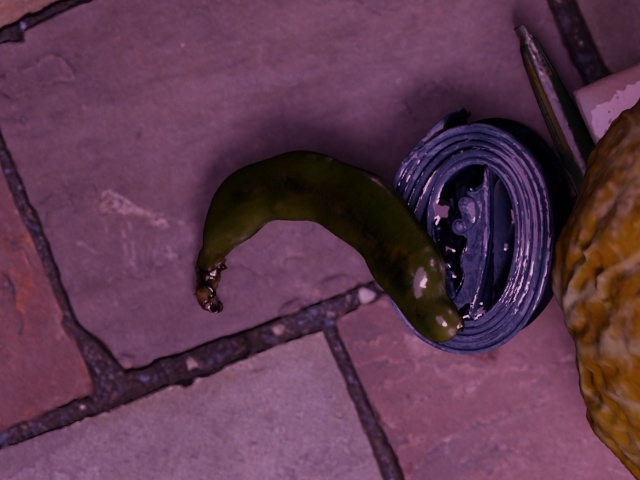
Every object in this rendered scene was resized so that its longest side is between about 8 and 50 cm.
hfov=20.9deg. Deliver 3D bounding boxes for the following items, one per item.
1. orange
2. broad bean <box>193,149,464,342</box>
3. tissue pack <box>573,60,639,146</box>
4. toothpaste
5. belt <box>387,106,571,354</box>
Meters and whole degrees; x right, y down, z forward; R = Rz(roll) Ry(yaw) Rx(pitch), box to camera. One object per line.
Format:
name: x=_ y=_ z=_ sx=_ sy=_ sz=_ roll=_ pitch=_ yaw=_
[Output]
orange: x=0.309 y=0.065 z=1.225 sx=0.271 sy=0.210 sz=0.368 roll=-15 pitch=118 yaw=9
broad bean: x=0.000 y=0.000 z=1.391 sx=0.292 sy=0.049 sz=0.144 roll=5 pitch=100 yaw=43
tissue pack: x=0.370 y=-0.105 z=1.304 sx=0.325 sy=0.071 sz=0.170 roll=-25 pitch=92 yaw=17
toothpaste: x=0.200 y=-0.077 z=1.374 sx=0.031 sy=0.049 sz=0.204 roll=-25 pitch=93 yaw=1
belt: x=0.123 y=-0.008 z=1.382 sx=0.141 sy=0.082 sz=0.190 roll=12 pitch=101 yaw=18
